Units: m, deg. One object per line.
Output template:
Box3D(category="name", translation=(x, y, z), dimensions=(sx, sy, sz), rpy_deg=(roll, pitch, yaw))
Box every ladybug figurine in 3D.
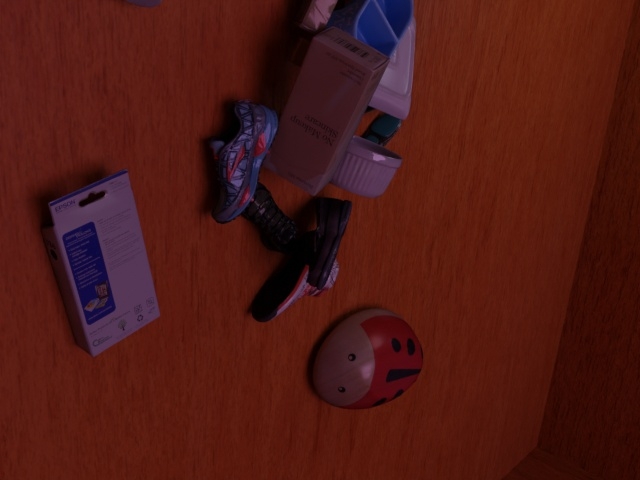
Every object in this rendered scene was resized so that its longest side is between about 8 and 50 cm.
Box3D(category="ladybug figurine", translation=(0.162, 0.356, 2.106), dimensions=(0.449, 0.161, 0.305), rpy_deg=(-1, 107, -51))

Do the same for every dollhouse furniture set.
Box3D(category="dollhouse furniture set", translation=(-0.067, -0.478, 1.506), dimensions=(0.160, 0.101, 0.182), rpy_deg=(22, 104, -21))

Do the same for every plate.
Box3D(category="plate", translation=(0.151, -0.452, 1.728), dimensions=(0.277, 0.045, 0.278), rpy_deg=(9, 84, -49))

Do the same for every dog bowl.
Box3D(category="dog bowl", translation=(0.116, -0.480, 1.593), dimensions=(0.166, 0.074, 0.297), rpy_deg=(51, 55, -36))

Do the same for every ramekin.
Box3D(category="ramekin", translation=(0.081, -0.182, 1.715), dimensions=(0.207, 0.207, 0.109), rpy_deg=(2, 115, -51))

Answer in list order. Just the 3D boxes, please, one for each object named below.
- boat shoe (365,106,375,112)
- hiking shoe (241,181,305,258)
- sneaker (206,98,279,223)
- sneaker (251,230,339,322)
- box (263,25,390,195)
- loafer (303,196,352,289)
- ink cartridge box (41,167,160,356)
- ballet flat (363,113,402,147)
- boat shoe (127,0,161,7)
Box3D(category="boat shoe", translation=(0.061, -0.332, 1.720), dimensions=(0.227, 0.068, 0.081), rpy_deg=(-24, 124, -43))
Box3D(category="hiking shoe", translation=(-0.101, -0.048, 1.621), dimensions=(0.086, 0.114, 0.227), rpy_deg=(-54, 141, -19))
Box3D(category="sneaker", translation=(-0.189, -0.166, 1.494), dimensions=(0.125, 0.104, 0.262), rpy_deg=(20, 90, -33))
Box3D(category="sneaker", translation=(-0.051, 0.120, 1.787), dimensions=(0.270, 0.090, 0.145), rpy_deg=(-55, 139, -21))
Box3D(category="box", translation=(0.007, -0.266, 1.514), dimensions=(0.121, 0.148, 0.311), rpy_deg=(-50, 167, -56))
Box3D(category="loafer", translation=(0.000, 0.000, 1.699), dimensions=(0.303, 0.095, 0.109), rpy_deg=(-69, 177, -50))
Box3D(category="ink cartridge box", translation=(-0.403, 0.037, 1.333), dimensions=(0.165, 0.065, 0.333), rpy_deg=(-31, 131, -39))
Box3D(category="ballet flat", translation=(0.143, -0.259, 1.876), dimensions=(0.188, 0.070, 0.070), rpy_deg=(-46, 138, -24))
Box3D(category="boat shoe", translation=(-0.350, -0.451, 1.162), dimensions=(0.219, 0.077, 0.070), rpy_deg=(18, 59, -50))
